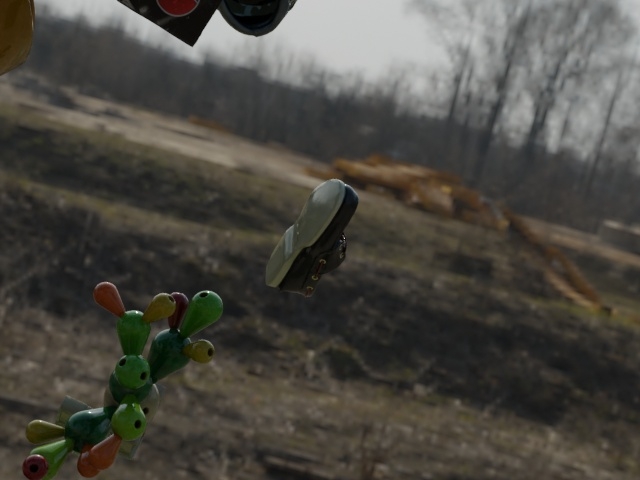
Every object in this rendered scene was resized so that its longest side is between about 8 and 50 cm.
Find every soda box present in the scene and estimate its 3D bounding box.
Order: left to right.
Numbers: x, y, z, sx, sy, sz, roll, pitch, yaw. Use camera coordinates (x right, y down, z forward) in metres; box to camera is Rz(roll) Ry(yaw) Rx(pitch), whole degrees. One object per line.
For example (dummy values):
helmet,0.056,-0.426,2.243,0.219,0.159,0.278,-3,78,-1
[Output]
soda box,-0.108,-0.181,0.896,0.060,0.053,0.169,29,12,-27

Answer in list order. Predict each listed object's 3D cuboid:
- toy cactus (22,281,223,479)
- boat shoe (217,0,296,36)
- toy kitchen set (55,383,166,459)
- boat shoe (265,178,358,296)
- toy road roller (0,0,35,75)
toy cactus,-0.175,0.128,1.210,0.112,0.219,0.180,33,-17,5
boat shoe,-0.055,-0.303,1.040,0.116,0.319,0.099,-2,34,-1
toy kitchen set,-0.211,0.174,1.387,0.083,0.075,0.068,25,-40,0
boat shoe,0.000,-0.002,1.054,0.042,0.049,0.133,18,-38,-14
toy road roller,-0.326,-0.256,1.049,0.329,0.240,0.202,48,-29,17
